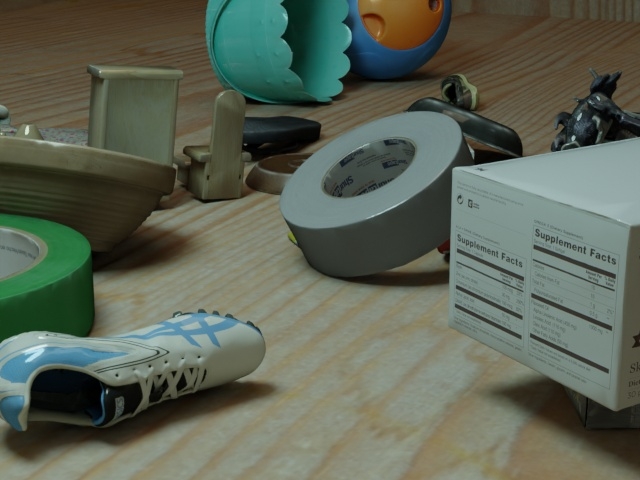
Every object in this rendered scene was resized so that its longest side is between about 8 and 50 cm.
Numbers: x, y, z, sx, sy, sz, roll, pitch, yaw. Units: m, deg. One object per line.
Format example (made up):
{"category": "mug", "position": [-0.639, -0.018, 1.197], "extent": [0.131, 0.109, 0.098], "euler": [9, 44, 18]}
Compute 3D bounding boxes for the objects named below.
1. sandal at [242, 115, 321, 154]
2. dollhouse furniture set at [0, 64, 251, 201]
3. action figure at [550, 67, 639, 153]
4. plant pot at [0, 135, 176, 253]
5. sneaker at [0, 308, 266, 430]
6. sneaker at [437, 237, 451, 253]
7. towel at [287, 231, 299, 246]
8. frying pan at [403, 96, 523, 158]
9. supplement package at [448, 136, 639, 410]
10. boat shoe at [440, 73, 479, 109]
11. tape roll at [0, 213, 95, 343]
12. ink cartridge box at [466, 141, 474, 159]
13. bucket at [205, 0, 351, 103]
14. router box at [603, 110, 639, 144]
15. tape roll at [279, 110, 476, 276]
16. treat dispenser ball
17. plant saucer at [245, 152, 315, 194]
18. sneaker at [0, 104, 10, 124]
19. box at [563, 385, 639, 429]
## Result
{"category": "sandal", "position": [-0.071, -0.160, 1.962], "extent": [0.097, 0.054, 0.254], "euler": [17, 13, 26]}
{"category": "dollhouse furniture set", "position": [-0.306, -0.181, 1.727], "extent": [0.303, 0.173, 0.355], "euler": [-3, 18, -32]}
{"category": "action figure", "position": [0.318, -0.074, 1.400], "extent": [0.141, 0.164, 0.275], "euler": [27, 47, -6]}
{"category": "plant pot", "position": [-0.286, -0.046, 1.406], "extent": [0.237, 0.109, 0.237], "euler": [7, -2, 0]}
{"category": "sneaker", "position": [-0.150, 0.112, 1.011], "extent": [0.237, 0.085, 0.086], "euler": [-5, 43, -28]}
{"category": "sneaker", "position": [0.221, -0.033, 1.459], "extent": [0.128, 0.087, 0.221], "euler": [6, 19, 23]}
{"category": "towel", "position": [0.000, 0.000, 1.478], "extent": [0.060, 0.009, 0.083], "euler": [-5, 17, -19]}
{"category": "frying pan", "position": [0.235, -0.172, 1.943], "extent": [0.197, 0.053, 0.326], "euler": [23, 8, 12]}
{"category": "supplement package", "position": [0.269, 0.010, 1.016], "extent": [0.262, 0.145, 0.204], "euler": [-12, 20, -30]}
{"category": "boat shoe", "position": [0.250, -0.280, 2.328], "extent": [0.049, 0.056, 0.152], "euler": [1, 16, -16]}
{"category": "tape roll", "position": [-0.380, 0.051, 1.196], "extent": [0.321, 0.077, 0.321], "euler": [0, 16, 0]}
{"category": "ink cartridge box", "position": [0.154, -0.107, 1.742], "extent": [0.181, 0.061, 0.104], "euler": [0, 17, -3]}
{"category": "bucket", "position": [-0.079, -0.389, 2.341], "extent": [0.183, 0.281, 0.281], "euler": [-1, 14, 28]}
{"category": "router box", "position": [0.523, -0.110, 1.719], "extent": [0.309, 0.081, 0.243], "euler": [7, 18, 22]}
{"category": "tape roll", "position": [0.067, -0.054, 1.393], "extent": [0.219, 0.072, 0.219], "euler": [-22, 29, 13]}
{"category": "treat dispenser ball", "position": [0.128, -0.478, 2.584], "extent": [0.288, 0.288, 0.288], "euler": [0, 17, 0]}
{"category": "plant saucer", "position": [-0.023, -0.097, 1.772], "extent": [0.168, 0.029, 0.168], "euler": [0, 16, 0]}
{"category": "sneaker", "position": [-0.619, -0.188, 1.959], "extent": [0.118, 0.110, 0.292], "euler": [23, 27, 33]}
{"category": "box", "position": [0.297, 0.092, 1.092], "extent": [0.183, 0.056, 0.231], "euler": [-2, 17, -2]}
